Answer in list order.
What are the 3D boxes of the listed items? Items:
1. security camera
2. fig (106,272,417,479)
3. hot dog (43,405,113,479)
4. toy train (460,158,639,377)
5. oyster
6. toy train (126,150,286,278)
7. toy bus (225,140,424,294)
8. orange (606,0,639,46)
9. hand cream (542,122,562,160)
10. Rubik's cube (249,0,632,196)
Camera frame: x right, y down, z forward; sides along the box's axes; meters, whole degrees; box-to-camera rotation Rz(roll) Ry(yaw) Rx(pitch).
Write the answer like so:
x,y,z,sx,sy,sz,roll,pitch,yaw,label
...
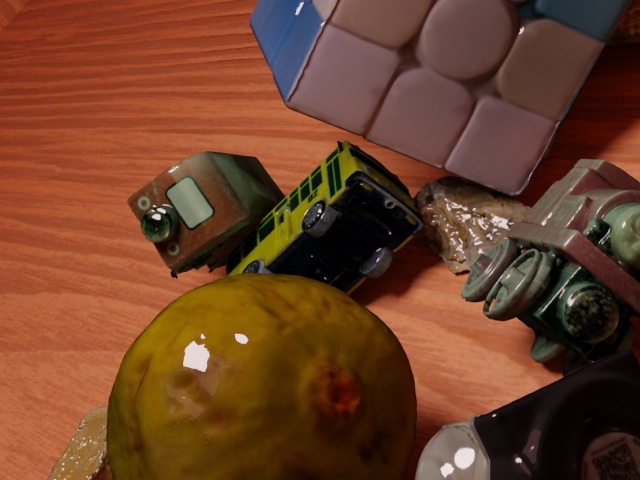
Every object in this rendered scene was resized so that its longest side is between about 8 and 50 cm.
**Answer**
x,y,z,sx,sy,sz,roll,pitch,yaw,label
0.187,0.234,1.099,0.197,0.191,0.277,-21,-9,-30,security camera
-0.073,0.204,1.328,0.343,0.343,0.343,-25,35,19,fig
-0.307,0.323,1.605,0.084,0.073,0.242,-4,43,35,hot dog
0.273,0.022,1.285,0.221,0.150,0.304,-49,6,1,toy train
0.192,-0.029,1.566,0.133,0.072,0.209,-42,35,0,oyster
-0.147,-0.039,1.709,0.159,0.129,0.326,-36,-7,12,toy train
0.000,0.000,1.603,0.262,0.128,0.150,-43,27,23,toy bus
0.448,-0.401,1.702,0.334,0.196,0.262,-45,20,2,orange
0.304,-0.171,1.657,0.067,0.042,0.194,-14,38,42,hand cream
0.144,-0.313,1.579,0.346,0.347,0.344,-62,22,18,Rubik's cube
